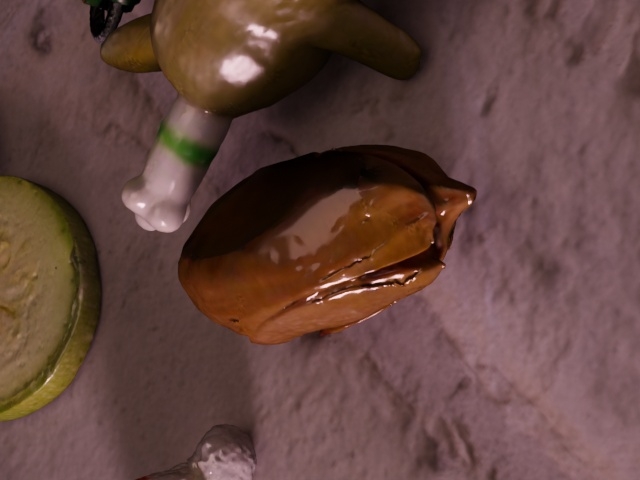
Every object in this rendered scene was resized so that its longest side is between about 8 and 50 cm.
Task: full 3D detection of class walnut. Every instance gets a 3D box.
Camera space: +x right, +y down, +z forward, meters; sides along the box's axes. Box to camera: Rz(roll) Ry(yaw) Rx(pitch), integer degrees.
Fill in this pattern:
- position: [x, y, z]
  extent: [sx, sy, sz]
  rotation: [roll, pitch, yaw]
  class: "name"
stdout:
- position: [0.000, 0.000, 1.109]
  extent: [0.245, 0.137, 0.137]
  rotation: [-26, 67, 29]
  class: "walnut"

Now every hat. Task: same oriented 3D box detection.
- position: [-0.112, 0.207, 1.183]
  extent: [0.112, 0.093, 0.162]
  rotation: [40, 100, 8]
  class: "hat"

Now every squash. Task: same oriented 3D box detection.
- position: [-0.283, 0.050, 1.365]
  extent: [0.219, 0.041, 0.219]
  rotation: [-7, 77, 35]
  class: "squash"

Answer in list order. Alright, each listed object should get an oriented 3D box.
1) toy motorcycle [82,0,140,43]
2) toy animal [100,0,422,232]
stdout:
- position: [-0.153, -0.308, 1.263]
  extent: [0.187, 0.125, 0.274]
  rotation: [136, 137, -53]
  class: "toy motorcycle"
- position: [-0.037, -0.180, 1.166]
  extent: [0.181, 0.180, 0.363]
  rotation: [62, 139, 34]
  class: "toy animal"
